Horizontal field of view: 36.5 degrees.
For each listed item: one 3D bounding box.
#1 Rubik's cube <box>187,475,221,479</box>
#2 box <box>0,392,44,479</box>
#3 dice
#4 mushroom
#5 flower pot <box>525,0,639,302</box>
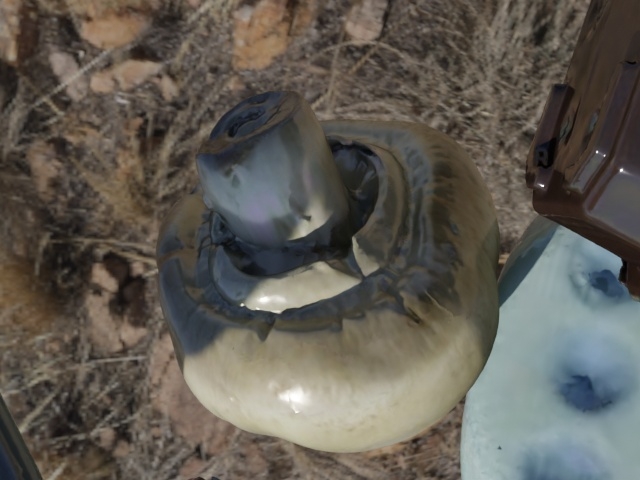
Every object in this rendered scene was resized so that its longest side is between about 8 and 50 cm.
[{"bbox_3d":[-0.127,0.484,1.114,0.288,0.293,0.283,7,126,52],"label":"Rubik's cube"},{"bbox_3d":[-0.164,0.140,0.332,0.227,0.162,0.130,54,153,26],"label":"box"},{"bbox_3d":[0.274,0.124,0.740,0.264,0.262,0.268,13,79,28],"label":"dice"},{"bbox_3d":[0.000,0.000,0.646,0.260,0.254,0.234,28,150,36],"label":"mushroom"},{"bbox_3d":[0.165,-0.095,0.430,0.084,0.179,0.251,17,93,-3],"label":"flower pot"}]
